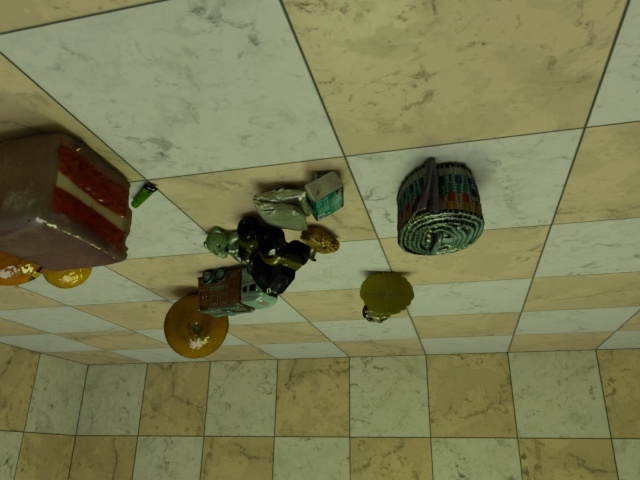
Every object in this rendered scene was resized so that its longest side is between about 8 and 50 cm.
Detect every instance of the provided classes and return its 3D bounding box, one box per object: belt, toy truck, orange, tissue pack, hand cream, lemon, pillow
[{"bbox_3d":[0.292,-0.057,1.316,0.207,0.160,0.295,2,158,-4],"label":"belt"},{"bbox_3d":[-0.294,0.184,1.928,0.305,0.162,0.136,-12,154,28],"label":"toy truck"},{"bbox_3d":[-0.153,0.042,1.500,0.224,0.165,0.147,32,-174,40],"label":"toy truck"},{"bbox_3d":[-0.840,0.015,1.462,0.219,0.219,0.193,9,177,-18],"label":"orange"},{"bbox_3d":[0.005,-0.115,1.309,0.085,0.079,0.111,-30,159,-9],"label":"tissue pack"},{"bbox_3d":[-0.456,-0.114,1.385,0.036,0.023,0.122,17,152,-33],"label":"hand cream"},{"bbox_3d":[-0.824,0.085,1.739,0.187,0.142,0.142,-4,158,26],"label":"lemon"},{"bbox_3d":[-0.506,0.348,2.200,0.274,0.274,0.274,1,158,0],"label":"orange"},{"bbox_3d":[-0.095,-0.078,1.396,0.134,0.078,0.181,3,164,6],"label":"pillow"}]

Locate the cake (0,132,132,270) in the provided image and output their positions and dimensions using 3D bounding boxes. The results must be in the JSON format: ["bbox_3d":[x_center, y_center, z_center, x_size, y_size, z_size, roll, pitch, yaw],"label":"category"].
[{"bbox_3d":[-0.597,-0.075,1.209,0.230,0.237,0.309,-4,159,13],"label":"cake"}]

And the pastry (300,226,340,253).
[{"bbox_3d":[0.000,0.000,1.611,0.080,0.056,0.140,-13,157,21],"label":"pastry"}]

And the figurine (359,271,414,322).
[{"bbox_3d":[0.230,0.247,2.052,0.187,0.168,0.315,-23,159,-12],"label":"figurine"}]

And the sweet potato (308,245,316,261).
[{"bbox_3d":[-0.032,0.039,1.731,0.041,0.038,0.153,23,161,7],"label":"sweet potato"}]

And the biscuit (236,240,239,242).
[{"bbox_3d":[-0.189,0.033,1.724,0.250,0.035,0.162,11,149,-25],"label":"biscuit"}]

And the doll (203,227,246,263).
[{"bbox_3d":[-0.276,0.023,1.628,0.150,0.077,0.115,22,127,-22],"label":"doll"}]
